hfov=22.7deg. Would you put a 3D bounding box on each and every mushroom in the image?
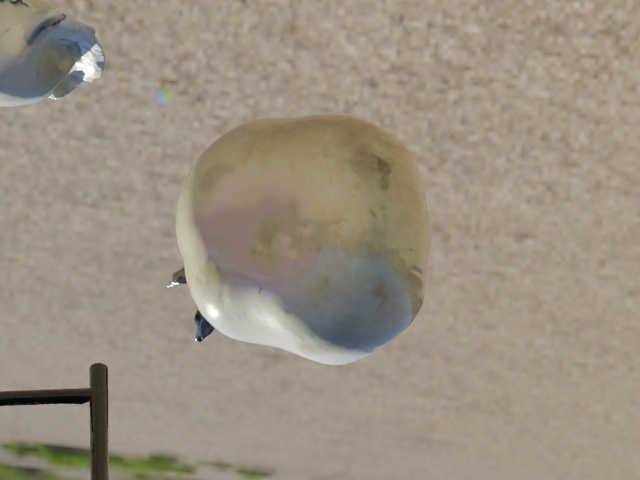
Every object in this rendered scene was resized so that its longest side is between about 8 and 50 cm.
[{"bbox_3d":[0.000,0.000,1.516,0.254,0.260,0.234,-40,157,21],"label":"mushroom"}]

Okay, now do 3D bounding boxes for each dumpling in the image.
[{"bbox_3d":[-0.283,-0.171,1.479,0.188,0.108,0.127,-13,164,16],"label":"dumpling"}]

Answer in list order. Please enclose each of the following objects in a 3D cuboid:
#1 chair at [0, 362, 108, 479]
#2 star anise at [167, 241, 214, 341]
[{"bbox_3d":[-0.189,0.199,0.943,0.154,0.141,0.260,-2,-148,-6],"label":"chair"},{"bbox_3d":[-0.080,0.020,1.729,0.180,0.204,0.061,39,172,13],"label":"star anise"}]
